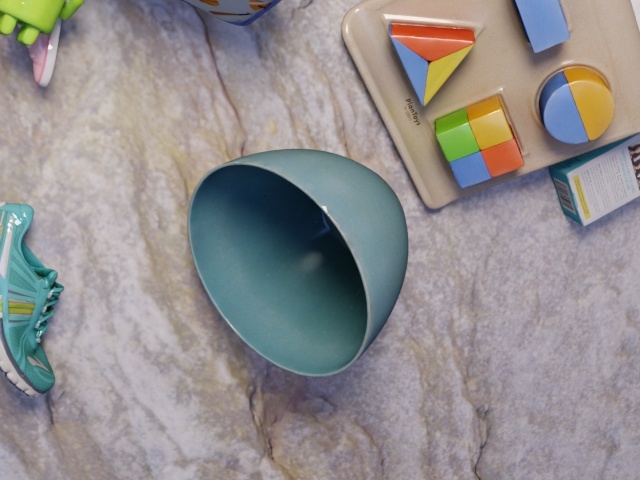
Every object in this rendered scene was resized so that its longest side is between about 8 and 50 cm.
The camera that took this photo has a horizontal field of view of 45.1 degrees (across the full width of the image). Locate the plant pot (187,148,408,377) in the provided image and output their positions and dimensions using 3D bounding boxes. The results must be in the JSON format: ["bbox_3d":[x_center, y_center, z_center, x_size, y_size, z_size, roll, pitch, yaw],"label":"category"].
[{"bbox_3d":[0.000,0.000,0.992,0.195,0.290,0.290,-35,125,-41],"label":"plant pot"}]

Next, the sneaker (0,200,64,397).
[{"bbox_3d":[-0.383,0.081,0.990,0.110,0.107,0.275,-17,117,-19],"label":"sneaker"}]

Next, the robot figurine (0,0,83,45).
[{"bbox_3d":[-0.308,-0.268,0.825,0.101,0.067,0.115,22,92,-34],"label":"robot figurine"}]

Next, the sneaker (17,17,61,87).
[{"bbox_3d":[-0.335,-0.248,0.886,0.070,0.051,0.134,8,104,-22],"label":"sneaker"}]

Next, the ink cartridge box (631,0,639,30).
[{"bbox_3d":[0.371,-0.327,1.048,0.198,0.067,0.115,27,104,-25],"label":"ink cartridge box"}]

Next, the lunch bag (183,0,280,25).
[{"bbox_3d":[-0.170,-0.340,0.798,0.304,0.243,0.114,22,85,-23],"label":"lunch bag"}]

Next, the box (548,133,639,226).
[{"bbox_3d":[0.475,-0.127,1.167,0.244,0.060,0.100,-28,118,-3],"label":"box"}]

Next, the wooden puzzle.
[{"bbox_3d":[0.245,-0.217,1.005,0.348,0.080,0.322,-23,118,14],"label":"wooden puzzle"}]
